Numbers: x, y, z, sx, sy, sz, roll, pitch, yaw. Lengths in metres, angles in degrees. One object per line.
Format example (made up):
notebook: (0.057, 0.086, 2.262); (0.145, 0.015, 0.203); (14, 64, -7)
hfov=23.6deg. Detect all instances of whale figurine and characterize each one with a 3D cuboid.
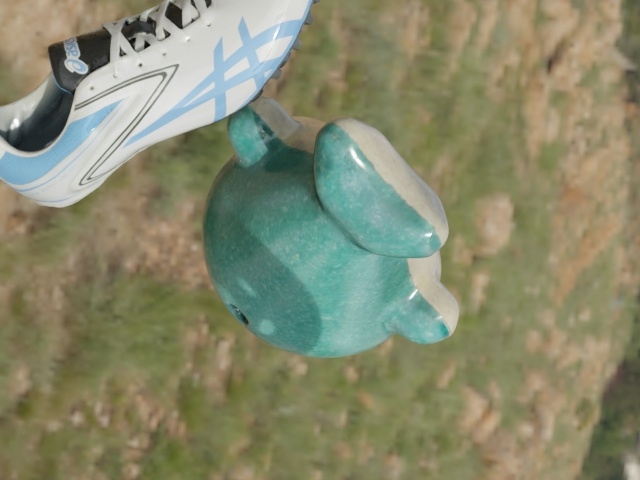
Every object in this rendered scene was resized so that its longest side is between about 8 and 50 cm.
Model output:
whale figurine: (0.000, 0.000, 1.043); (0.141, 0.216, 0.272); (-42, -178, -12)

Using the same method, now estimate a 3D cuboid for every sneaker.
sneaker: (-0.103, -0.104, 0.914); (0.086, 0.237, 0.085); (43, 18, -45)
